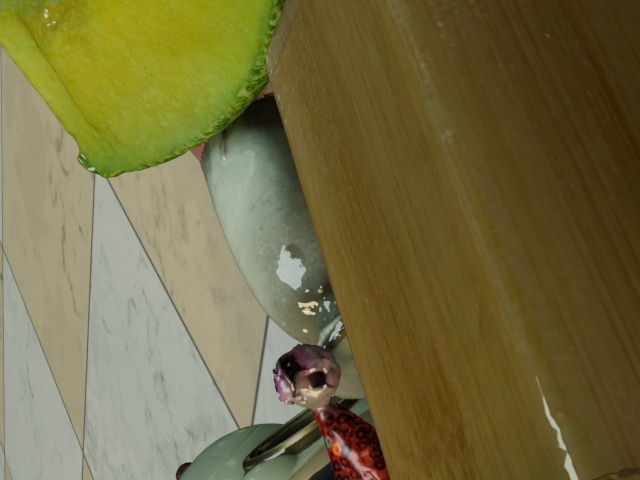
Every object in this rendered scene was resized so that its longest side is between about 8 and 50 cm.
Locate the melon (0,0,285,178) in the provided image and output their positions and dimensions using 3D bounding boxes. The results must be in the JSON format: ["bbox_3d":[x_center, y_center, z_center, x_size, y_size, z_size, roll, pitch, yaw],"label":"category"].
[{"bbox_3d":[-0.096,-0.214,0.762,0.343,0.226,0.331,3,82,52],"label":"melon"}]

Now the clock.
[{"bbox_3d":[-0.022,0.193,0.864,0.146,0.199,0.243,50,153,0],"label":"clock"}]

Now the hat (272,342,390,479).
[{"bbox_3d":[0.040,0.158,0.695,0.140,0.129,0.227,-44,75,28],"label":"hat"}]

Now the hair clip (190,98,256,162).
[{"bbox_3d":[-0.103,-0.102,1.019,0.123,0.102,0.138,-155,59,-66],"label":"hair clip"}]

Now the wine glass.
[{"bbox_3d":[0.000,0.000,0.810,0.204,0.111,0.111,55,145,38],"label":"wine glass"}]

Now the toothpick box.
[{"bbox_3d":[0.096,0.003,0.529,0.190,0.187,0.308,115,143,-53],"label":"toothpick box"}]
